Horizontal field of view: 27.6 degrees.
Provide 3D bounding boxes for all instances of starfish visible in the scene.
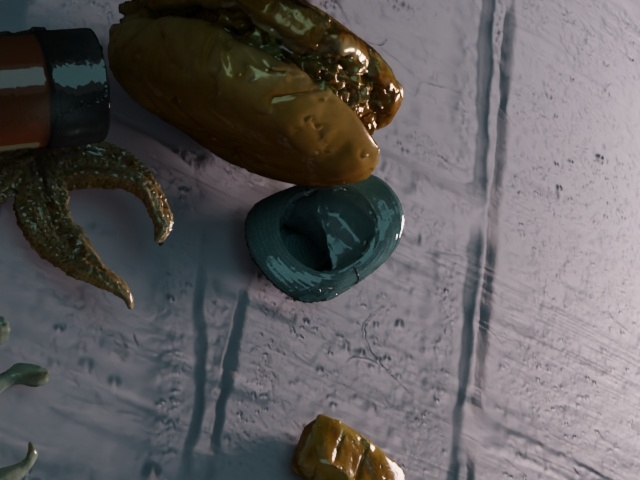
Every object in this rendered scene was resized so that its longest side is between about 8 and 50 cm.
[{"bbox_3d":[-0.301,-0.069,1.293,0.302,0.060,0.299,-2,74,-23],"label":"starfish"}]

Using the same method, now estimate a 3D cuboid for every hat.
[{"bbox_3d":[0.000,0.000,1.472,0.191,0.078,0.138,-24,73,-23],"label":"hat"}]

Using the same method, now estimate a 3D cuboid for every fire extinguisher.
[{"bbox_3d":[-0.399,-0.138,1.210,0.376,0.113,0.200,-9,29,-23],"label":"fire extinguisher"}]

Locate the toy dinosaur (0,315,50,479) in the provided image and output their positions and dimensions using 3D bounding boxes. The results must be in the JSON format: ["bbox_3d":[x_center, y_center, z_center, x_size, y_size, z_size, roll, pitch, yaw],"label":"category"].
[{"bbox_3d":[-0.336,0.140,1.136,0.393,0.092,0.205,50,53,-16],"label":"toy dinosaur"}]

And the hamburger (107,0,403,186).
[{"bbox_3d":[-0.067,-0.163,1.381,0.319,0.319,0.158,28,82,-22],"label":"hamburger"}]

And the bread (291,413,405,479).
[{"bbox_3d":[0.031,0.242,1.376,0.132,0.053,0.074,39,50,-16],"label":"bread"}]
